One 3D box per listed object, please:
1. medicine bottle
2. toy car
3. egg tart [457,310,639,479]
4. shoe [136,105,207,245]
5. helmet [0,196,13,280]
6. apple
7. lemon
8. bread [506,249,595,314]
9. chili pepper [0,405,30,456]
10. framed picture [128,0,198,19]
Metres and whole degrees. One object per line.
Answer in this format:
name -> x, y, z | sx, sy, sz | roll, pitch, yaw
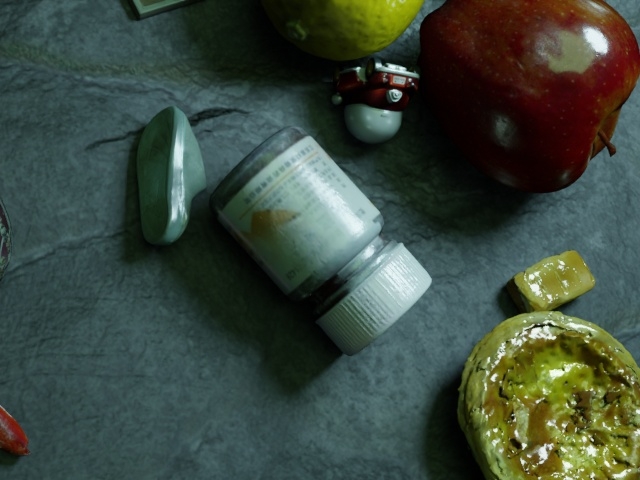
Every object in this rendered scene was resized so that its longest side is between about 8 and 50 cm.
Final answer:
medicine bottle -> 0.000, 0.000, 1.091 | 0.165, 0.165, 0.273 | -41, 87, -25
toy car -> 0.079, -0.194, 1.206 | 0.112, 0.139, 0.112 | 7, 89, -21
egg tart -> 0.309, 0.241, 1.143 | 0.290, 0.115, 0.290 | 5, 71, -14
shoe -> -0.191, -0.078, 1.117 | 0.078, 0.079, 0.195 | 28, 51, -47
helmet -> -0.441, -0.019, 0.988 | 0.153, 0.107, 0.177 | -16, 78, -25
apple -> 0.292, -0.229, 1.199 | 0.317, 0.288, 0.288 | 42, 64, 15
lemon -> 0.041, -0.394, 1.193 | 0.245, 0.245, 0.320 | 34, 64, -5
bread -> 0.338, 0.063, 1.242 | 0.132, 0.053, 0.074 | -19, 80, -24
chili pepper -> -0.446, 0.170, 0.949 | 0.272, 0.071, 0.063 | 26, 27, -14
framed picture -> -0.184, -0.460, 1.262 | 0.289, 0.020, 0.211 | -25, 82, -23
